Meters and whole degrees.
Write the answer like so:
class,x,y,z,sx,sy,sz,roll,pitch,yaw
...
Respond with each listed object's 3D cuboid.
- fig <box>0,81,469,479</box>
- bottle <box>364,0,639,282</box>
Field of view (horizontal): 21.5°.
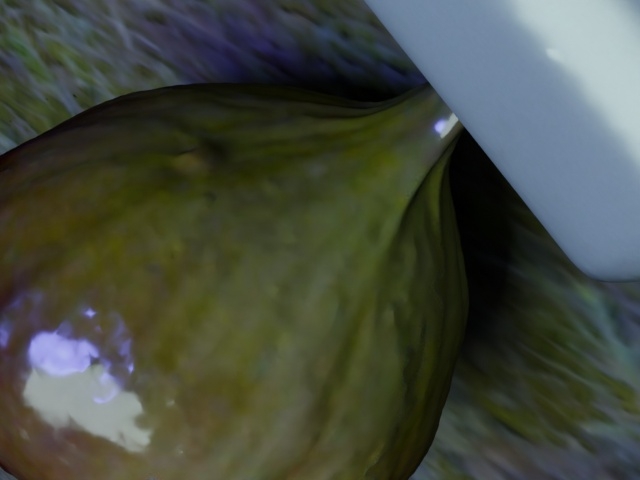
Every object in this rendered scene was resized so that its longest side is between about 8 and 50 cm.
class,x,y,z,sx,sy,sz,roll,pitch,yaw
fig,-0.007,0.015,0.479,0.160,0.143,0.230,30,151,-34
bottle,0.056,-0.072,0.342,0.245,0.104,0.104,51,147,-4
